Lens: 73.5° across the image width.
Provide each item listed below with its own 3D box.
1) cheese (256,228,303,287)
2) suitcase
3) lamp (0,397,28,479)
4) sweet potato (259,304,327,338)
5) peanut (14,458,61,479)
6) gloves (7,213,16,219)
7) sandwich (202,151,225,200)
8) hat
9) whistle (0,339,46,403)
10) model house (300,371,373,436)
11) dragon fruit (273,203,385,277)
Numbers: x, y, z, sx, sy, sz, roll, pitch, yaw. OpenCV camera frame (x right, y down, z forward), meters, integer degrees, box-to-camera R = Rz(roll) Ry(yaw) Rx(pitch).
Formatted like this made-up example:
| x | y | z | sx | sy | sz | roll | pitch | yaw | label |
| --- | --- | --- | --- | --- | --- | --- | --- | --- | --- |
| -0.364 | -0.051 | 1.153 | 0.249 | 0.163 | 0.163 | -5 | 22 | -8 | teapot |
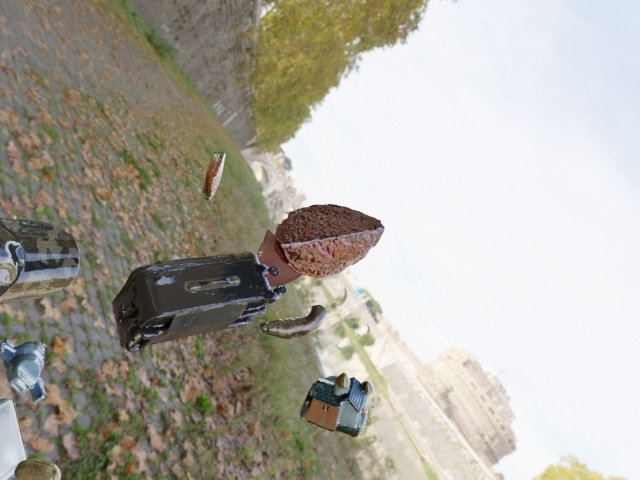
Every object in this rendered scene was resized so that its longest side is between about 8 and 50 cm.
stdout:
| x | y | z | sx | sy | sz | roll | pitch | yaw | label |
| --- | --- | --- | --- | --- | --- | --- | --- | --- | --- |
| -0.182 | 0.094 | 1.485 | 0.203 | 0.177 | 0.128 | 50 | -8 | -5 | cheese |
| -0.342 | 0.161 | 1.197 | 0.434 | 0.283 | 0.194 | -6 | 66 | -44 | suitcase |
| -1.131 | 0.712 | 1.472 | 0.266 | 0.047 | 0.269 | -175 | -108 | -87 | lamp |
| -0.102 | 0.320 | 1.658 | 0.085 | 0.286 | 0.112 | -10 | -94 | 64 | sweet potato |
| -0.939 | 0.778 | 1.429 | 0.080 | 0.174 | 0.080 | 2 | 90 | -74 | peanut |
| -1.114 | 0.057 | 1.552 | 0.152 | 0.197 | 0.301 | -155 | -113 | -67 | gloves |
| -0.223 | -0.139 | 0.893 | 0.069 | 0.026 | 0.101 | -76 | -171 | -45 | sandwich |
| -0.968 | 0.058 | 1.343 | 0.257 | 0.382 | 0.366 | -9 | -92 | 58 | hat |
| -0.789 | 0.335 | 1.140 | 0.269 | 0.093 | 0.180 | 13 | -48 | 61 | whistle |
| 0.079 | 0.577 | 1.626 | 0.184 | 0.253 | 0.291 | -59 | 165 | -50 | model house |
| 0.000 | 0.000 | 1.232 | 0.205 | 0.317 | 0.152 | -125 | -148 | -51 | dragon fruit |
